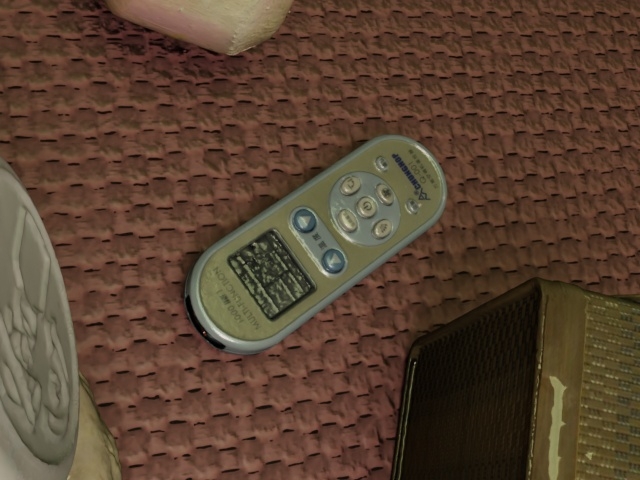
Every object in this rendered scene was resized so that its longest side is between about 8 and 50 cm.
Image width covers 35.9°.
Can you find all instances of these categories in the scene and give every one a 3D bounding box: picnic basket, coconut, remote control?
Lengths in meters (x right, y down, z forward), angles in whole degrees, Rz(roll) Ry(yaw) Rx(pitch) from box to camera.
[{"bbox_3d":[0.150,0.135,0.649,0.139,0.267,0.165,13,72,-11],"label":"picnic basket"},{"bbox_3d":[-0.099,-0.228,0.719,0.182,0.171,0.171,21,66,-15],"label":"coconut"},{"bbox_3d":[0.000,0.000,0.750,0.244,0.047,0.087,-35,91,-28],"label":"remote control"}]

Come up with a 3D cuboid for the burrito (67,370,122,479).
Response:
[{"bbox_3d":[-0.213,0.059,0.583,0.105,0.143,0.299,-12,70,-55],"label":"burrito"}]

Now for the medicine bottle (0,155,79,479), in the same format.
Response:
[{"bbox_3d":[-0.313,0.080,0.434,0.394,0.242,0.243,-9,76,-4],"label":"medicine bottle"}]
